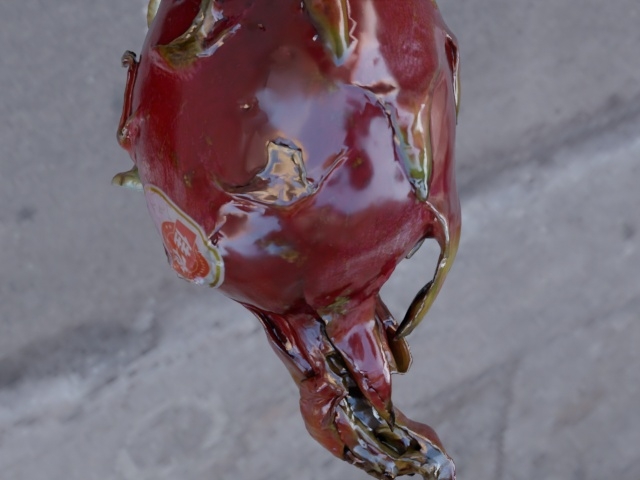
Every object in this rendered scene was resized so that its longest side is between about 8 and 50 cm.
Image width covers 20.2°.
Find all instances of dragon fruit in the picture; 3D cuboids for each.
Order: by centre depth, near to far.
[{"bbox_3d":[0.000,0.000,0.486,0.094,0.094,0.190,-17,106,-26],"label":"dragon fruit"}]

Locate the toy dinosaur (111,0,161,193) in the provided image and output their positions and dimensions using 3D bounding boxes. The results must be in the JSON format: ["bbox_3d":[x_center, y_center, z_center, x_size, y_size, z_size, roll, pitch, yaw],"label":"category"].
[{"bbox_3d":[-0.066,-0.092,0.927,0.057,0.142,0.212,12,174,-4],"label":"toy dinosaur"}]
